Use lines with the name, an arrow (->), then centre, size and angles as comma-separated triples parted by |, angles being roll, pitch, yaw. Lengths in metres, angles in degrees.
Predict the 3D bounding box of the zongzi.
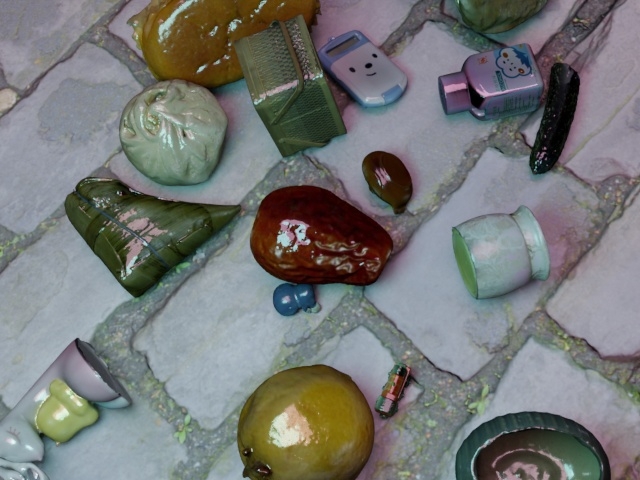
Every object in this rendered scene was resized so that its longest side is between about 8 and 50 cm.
zongzi -> -0.329, -0.064, 1.679 | 0.274, 0.125, 0.251 | -39, 75, -12

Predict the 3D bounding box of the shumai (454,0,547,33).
shumai -> 0.322, -0.604, 1.803 | 0.330, 0.292, 0.288 | -38, 29, -19

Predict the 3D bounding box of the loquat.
loquat -> -0.024, 0.319, 1.446 | 0.238, 0.193, 0.238 | 6, 67, -16

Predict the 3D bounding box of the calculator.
calculator -> 0.083, -0.352, 1.783 | 0.121, 0.039, 0.210 | -32, 66, -21

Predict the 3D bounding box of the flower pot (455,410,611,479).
flower pot -> 0.339, 0.371, 1.395 | 0.243, 0.157, 0.189 | 0, 66, 8

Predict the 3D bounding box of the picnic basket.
picnic basket -> -0.053, -0.290, 1.665 | 0.139, 0.266, 0.165 | -20, 69, 5

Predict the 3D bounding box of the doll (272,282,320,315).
doll -> -0.049, 0.102, 1.616 | 0.083, 0.050, 0.076 | -16, 62, 2

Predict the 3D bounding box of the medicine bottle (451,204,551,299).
medicine bottle -> 0.321, 0.022, 1.548 | 0.143, 0.147, 0.147 | -16, 66, -3

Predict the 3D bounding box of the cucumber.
cucumber -> 0.455, -0.230, 1.685 | 0.067, 0.067, 0.245 | 13, 72, 12

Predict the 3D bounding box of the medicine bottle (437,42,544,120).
medicine bottle -> 0.331, -0.303, 1.709 | 0.188, 0.094, 0.119 | -13, 65, 2

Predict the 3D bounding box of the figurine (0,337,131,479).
figurine -> -0.473, 0.350, 1.491 | 0.316, 0.206, 0.284 | -44, 58, -6

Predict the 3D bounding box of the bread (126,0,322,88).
bread -> -0.183, -0.454, 1.776 | 0.389, 0.236, 0.183 | -28, 45, 10

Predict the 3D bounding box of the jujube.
jujube -> 0.000, 0.000, 1.589 | 0.255, 0.190, 0.190 | 22, 71, -1

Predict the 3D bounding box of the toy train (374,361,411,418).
toy train -> 0.127, 0.260, 1.518 | 0.044, 0.064, 0.103 | 20, 72, 16

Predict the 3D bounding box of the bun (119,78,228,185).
bun -> -0.297, -0.216, 1.706 | 0.231, 0.133, 0.231 | 0, 90, 15

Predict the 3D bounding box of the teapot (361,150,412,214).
teapot -> 0.125, -0.110, 1.672 | 0.098, 0.078, 0.129 | -22, 75, -46
